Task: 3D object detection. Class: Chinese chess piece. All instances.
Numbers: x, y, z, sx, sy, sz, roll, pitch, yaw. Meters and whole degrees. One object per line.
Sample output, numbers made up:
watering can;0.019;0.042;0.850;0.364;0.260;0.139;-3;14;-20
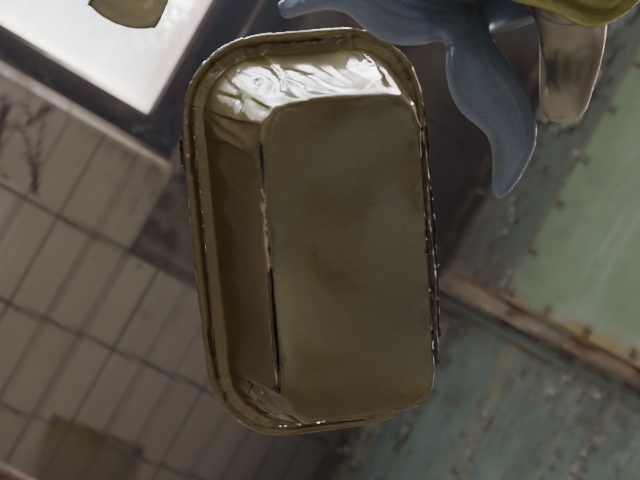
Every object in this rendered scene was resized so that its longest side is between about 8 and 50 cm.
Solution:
Chinese chess piece;-0.113;-0.200;1.000;0.051;0.122;0.122;20;0;-13

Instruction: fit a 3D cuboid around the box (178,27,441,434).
box;0.000;0.000;0.644;0.111;0.177;0.111;-4;10;1

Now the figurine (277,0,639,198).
figurine;0.089;-0.121;0.479;0.128;0.208;0.184;39;-4;-2
